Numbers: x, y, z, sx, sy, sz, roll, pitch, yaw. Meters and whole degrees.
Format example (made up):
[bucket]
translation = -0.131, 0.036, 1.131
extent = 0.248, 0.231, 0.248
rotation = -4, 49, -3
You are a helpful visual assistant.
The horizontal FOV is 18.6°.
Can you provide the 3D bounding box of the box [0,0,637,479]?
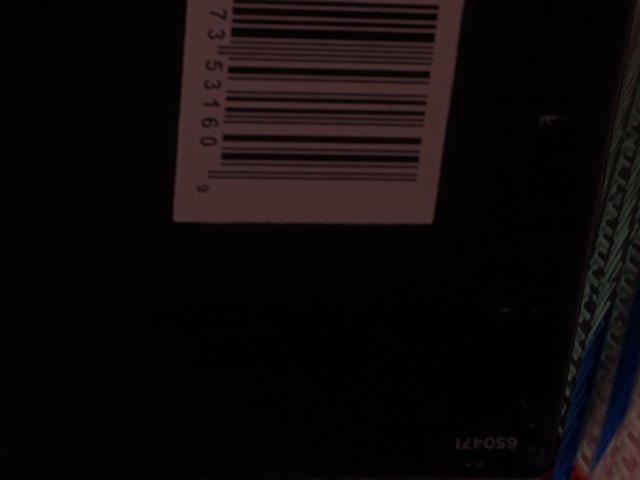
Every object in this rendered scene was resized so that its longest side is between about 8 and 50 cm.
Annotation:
[box]
translation = -0.020, -0.126, 0.622
extent = 0.294, 0.183, 0.296
rotation = -108, 21, -59
